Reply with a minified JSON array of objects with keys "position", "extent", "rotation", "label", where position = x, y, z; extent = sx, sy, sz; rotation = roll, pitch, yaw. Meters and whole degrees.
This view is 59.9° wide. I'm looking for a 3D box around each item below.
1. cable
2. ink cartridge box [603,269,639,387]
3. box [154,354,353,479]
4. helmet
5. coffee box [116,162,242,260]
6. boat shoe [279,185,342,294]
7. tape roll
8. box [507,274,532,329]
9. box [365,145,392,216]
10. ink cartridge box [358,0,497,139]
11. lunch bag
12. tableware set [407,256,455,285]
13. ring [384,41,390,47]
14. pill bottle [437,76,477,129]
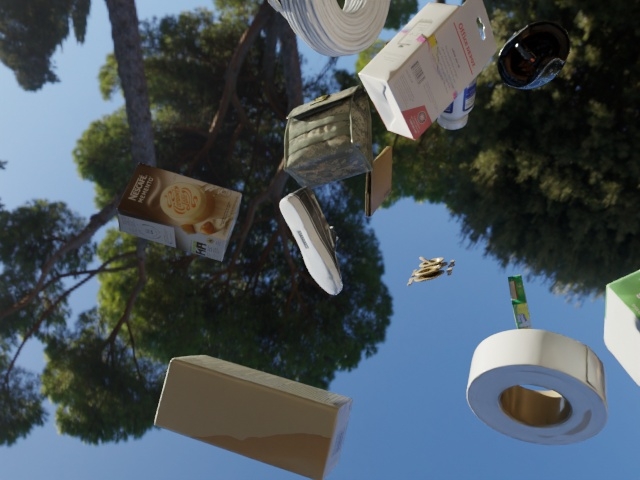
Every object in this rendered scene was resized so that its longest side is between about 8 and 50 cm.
[{"position":[0.034,-0.483,1.049],"extent":[0.089,0.257,0.257],"rotation":[15,-107,42],"label":"cable"},{"position":[0.668,0.117,0.991],"extent":[0.278,0.201,0.117],"rotation":[-25,-137,2],"label":"ink cartridge box"},{"position":[-0.113,0.301,0.980],"extent":[0.310,0.148,0.121],"rotation":[12,-96,16],"label":"box"},{"position":[0.555,-0.478,1.441],"extent":[0.161,0.169,0.169],"rotation":[-30,-115,-36],"label":"helmet"},{"position":[-0.321,-0.065,1.279],"extent":[0.246,0.098,0.141],"rotation":[16,-123,-5],"label":"coffee box"},{"position":[0.000,0.000,1.481],"extent":[0.102,0.108,0.301],"rotation":[-35,-75,-29],"label":"boat shoe"},{"position":[0.468,0.321,1.206],"extent":[0.286,0.286,0.100],"rotation":[25,-135,4],"label":"tape roll"},{"position":[0.569,0.193,1.577],"extent":[0.043,0.179,0.105],"rotation":[-12,-137,21],"label":"box"},{"position":[0.188,-0.192,1.776],"extent":[0.021,0.165,0.201],"rotation":[11,-147,22],"label":"box"},{"position":[0.162,-0.260,0.812],"extent":[0.198,0.115,0.067],"rotation":[-46,-137,-9],"label":"ink cartridge box"},{"position":[0.024,-0.327,1.651],"extent":[0.235,0.169,0.287],"rotation":[-14,-122,24],"label":"lunch bag"},{"position":[0.313,0.075,1.583],"extent":[0.194,0.128,0.039],"rotation":[-31,-77,-71],"label":"tableware set"},{"position":[0.370,-0.588,1.846],"extent":[0.336,0.032,0.337],"rotation":[17,-147,-12],"label":"ring"},{"position":[0.365,-0.402,1.513],"extent":[0.111,0.187,0.112],"rotation":[-4,-131,5],"label":"pill bottle"}]
